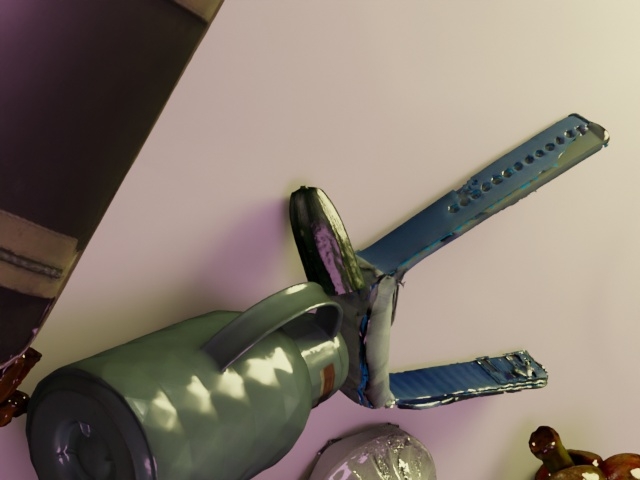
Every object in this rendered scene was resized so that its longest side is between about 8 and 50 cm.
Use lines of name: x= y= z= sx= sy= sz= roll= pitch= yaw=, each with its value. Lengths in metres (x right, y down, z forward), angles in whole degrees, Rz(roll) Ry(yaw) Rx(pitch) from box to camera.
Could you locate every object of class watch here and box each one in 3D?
watch: x=0.137 y=0.025 z=1.427 sx=0.275 sy=0.068 sz=0.276 roll=-5 pitch=114 yaw=-35

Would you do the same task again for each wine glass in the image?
wine glass: x=0.087 y=0.286 z=1.438 sx=0.165 sy=0.196 sz=0.164 roll=-19 pitch=125 yaw=-29

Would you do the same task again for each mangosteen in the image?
mangosteen: x=0.280 y=0.307 z=1.611 sx=0.211 sy=0.211 sz=0.250 roll=-24 pitch=94 yaw=-26

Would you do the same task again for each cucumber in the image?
cucumber: x=0.000 y=0.000 z=1.318 sx=0.048 sy=0.048 sz=0.105 roll=-26 pitch=104 yaw=-25

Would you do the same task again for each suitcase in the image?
suitcase: x=-0.227 y=-0.132 z=0.986 sx=0.283 sy=0.194 sz=0.433 roll=27 pitch=96 yaw=-43

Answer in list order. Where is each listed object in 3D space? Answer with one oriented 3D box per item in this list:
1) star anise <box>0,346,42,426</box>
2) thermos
star anise: x=-0.287 y=0.113 z=1.117 sx=0.177 sy=0.073 sz=0.234 roll=-40 pitch=158 yaw=-17
thermos: x=-0.084 y=0.119 z=1.243 sx=0.286 sy=0.145 sz=0.182 roll=-23 pitch=150 yaw=-47
